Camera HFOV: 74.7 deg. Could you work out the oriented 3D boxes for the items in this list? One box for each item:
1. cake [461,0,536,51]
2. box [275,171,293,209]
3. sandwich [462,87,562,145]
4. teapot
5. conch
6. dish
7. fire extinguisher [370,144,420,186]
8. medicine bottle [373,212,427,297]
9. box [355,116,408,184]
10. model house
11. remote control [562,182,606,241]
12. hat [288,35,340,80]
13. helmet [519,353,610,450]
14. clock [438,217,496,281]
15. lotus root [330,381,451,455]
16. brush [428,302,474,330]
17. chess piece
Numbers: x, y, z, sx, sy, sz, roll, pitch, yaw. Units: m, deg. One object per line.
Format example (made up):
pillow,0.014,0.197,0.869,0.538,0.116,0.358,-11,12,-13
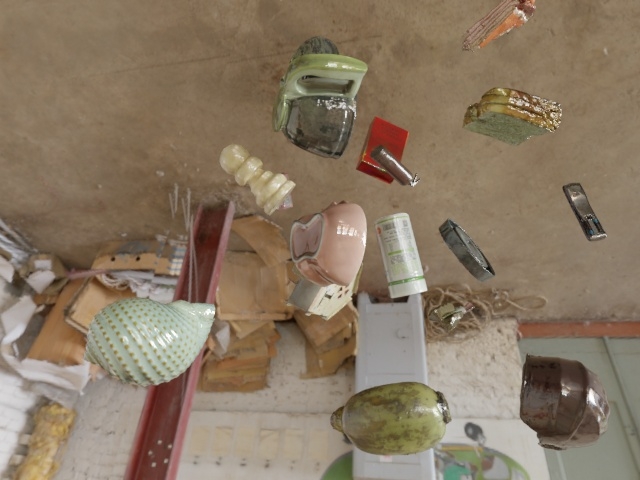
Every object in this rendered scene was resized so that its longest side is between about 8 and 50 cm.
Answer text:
cake,0.668,-0.812,1.581,0.287,0.098,0.135,-27,166,36
box,-0.181,-0.201,1.745,0.111,0.156,0.060,-2,-169,39
sandwich,0.643,-0.425,1.446,0.249,0.095,0.273,18,-179,-1
teapot,-0.017,-0.376,1.225,0.239,0.239,0.321,6,-177,-17
conch,-0.451,0.285,1.136,0.319,0.215,0.303,1,146,-14
dish,0.000,0.000,0.917,0.090,0.213,0.213,11,147,-34
fire extinguisher,0.331,-0.311,1.801,0.268,0.089,0.072,35,167,-29
medicine bottle,0.182,0.035,0.965,0.086,0.183,0.086,-11,172,-2
box,0.315,-0.456,2.118,0.197,0.313,0.089,23,150,-8
model house,0.035,0.137,1.589,0.169,0.326,0.244,33,-177,38
remote control,0.827,-0.093,1.318,0.059,0.212,0.028,-12,151,7
hat,-0.001,-0.601,1.555,0.266,0.265,0.128,-19,169,29
helmet,0.665,0.432,1.114,0.177,0.225,0.305,-18,131,45
clock,0.624,0.041,1.791,0.061,0.312,0.313,-40,127,23
lotus root,0.171,0.456,1.069,0.309,0.173,0.173,-16,140,15
brush,0.454,0.244,1.407,0.301,0.084,0.071,-3,123,-53
chess piece,-0.225,-0.213,1.403,0.261,0.142,0.143,39,138,-4
